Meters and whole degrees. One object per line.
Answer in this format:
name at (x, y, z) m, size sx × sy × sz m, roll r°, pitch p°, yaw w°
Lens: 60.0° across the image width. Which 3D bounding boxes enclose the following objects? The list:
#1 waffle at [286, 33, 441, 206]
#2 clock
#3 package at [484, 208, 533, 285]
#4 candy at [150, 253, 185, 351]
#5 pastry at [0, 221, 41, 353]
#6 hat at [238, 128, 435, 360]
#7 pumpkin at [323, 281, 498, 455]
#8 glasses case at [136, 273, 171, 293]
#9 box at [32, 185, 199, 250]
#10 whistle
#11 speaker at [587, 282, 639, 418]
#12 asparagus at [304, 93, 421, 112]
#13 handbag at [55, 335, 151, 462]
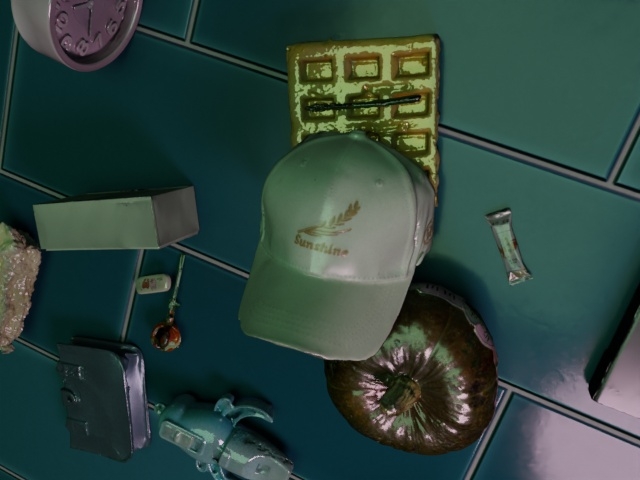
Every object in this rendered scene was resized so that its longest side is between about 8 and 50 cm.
waffle at (0.061, -0.167, 0.808) m, size 0.221 × 0.055 × 0.247 m, roll 1°, pitch 103°, yaw 17°
clock at (-0.353, -0.356, 0.822) m, size 0.068 × 0.197 × 0.196 m, roll 29°, pitch 109°, yaw 10°
package at (0.273, 0.010, 0.803) m, size 0.037 × 0.015 × 0.110 m, roll -18°, pitch 95°, yaw 26°
candy at (-0.263, 0.112, 0.990) m, size 0.056 × 0.049 × 0.184 m, roll 15°, pitch 98°, yaw 7°
pastry at (-0.607, 0.077, 1.061) m, size 0.122 × 0.089 × 0.258 m, roll 24°, pitch 107°, yaw 15°
hat at (0.002, 0.001, 0.714) m, size 0.258 × 0.301 × 0.168 m, roll 12°, pitch 142°, yaw 15°
pumpkin at (0.125, 0.192, 0.799) m, size 0.261 × 0.189 × 0.260 m, roll 4°, pitch 104°, yaw 19°
glasses case at (-0.299, 0.078, 0.991) m, size 0.083 × 0.021 × 0.032 m, roll -9°, pitch 79°, yaw 32°
box at (-0.337, -0.036, 0.926) m, size 0.225 × 0.129 × 0.086 m, roll -1°, pitch 102°, yaw 18°
whistle at (-0.177, 0.356, 0.989) m, size 0.274 × 0.093 × 0.186 m, roll 24°, pitch 108°, yaw 8°
speaker at (0.451, 0.133, 0.758) m, size 0.082 × 0.044 × 0.218 m, roll 20°, pitch 107°, yaw 13°
asparagus at (0.056, -0.189, 0.768) m, size 0.166 × 0.016 × 0.013 m, roll -2°, pitch 143°, yaw 17°
handbag at (-0.425, 0.304, 1.068) m, size 0.179 × 0.062 × 0.229 m, roll 4°, pitch 103°, yaw 17°
